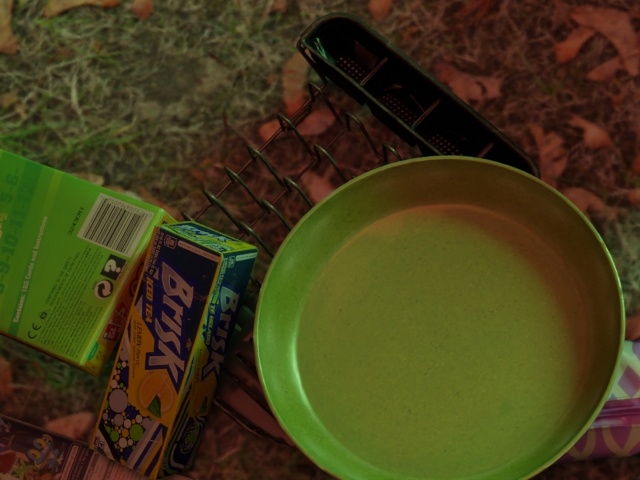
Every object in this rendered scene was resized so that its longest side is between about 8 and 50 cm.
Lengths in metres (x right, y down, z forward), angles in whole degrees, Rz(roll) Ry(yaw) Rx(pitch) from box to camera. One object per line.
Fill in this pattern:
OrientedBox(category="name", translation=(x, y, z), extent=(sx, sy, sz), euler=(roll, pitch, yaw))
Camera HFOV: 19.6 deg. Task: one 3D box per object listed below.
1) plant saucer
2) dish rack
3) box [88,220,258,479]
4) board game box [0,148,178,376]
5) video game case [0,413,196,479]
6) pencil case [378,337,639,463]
OrientedBox(category="plant saucer", translation=(0.077, 0.060, 1.205), extent=(0.241, 0.037, 0.241), euler=(-4, 65, 10))
OrientedBox(category="dish rack", translation=(0.000, 0.000, 1.304), extent=(0.208, 0.074, 0.271), euler=(41, 84, 19))
OrientedBox(category="box", translation=(-0.101, 0.074, 1.270), extent=(0.059, 0.054, 0.168), euler=(23, 104, 23))
OrientedBox(category="board game box", translation=(-0.235, -0.001, 1.336), extent=(0.259, 0.039, 0.124), euler=(21, 77, 28))
OrientedBox(category="video game case", translation=(-0.200, 0.236, 1.291), extent=(0.183, 0.023, 0.201), euler=(17, 77, 14))
OrientedBox(category="pencil case", translation=(0.137, 0.111, 1.237), extent=(0.206, 0.088, 0.086), euler=(-9, 90, 7))
